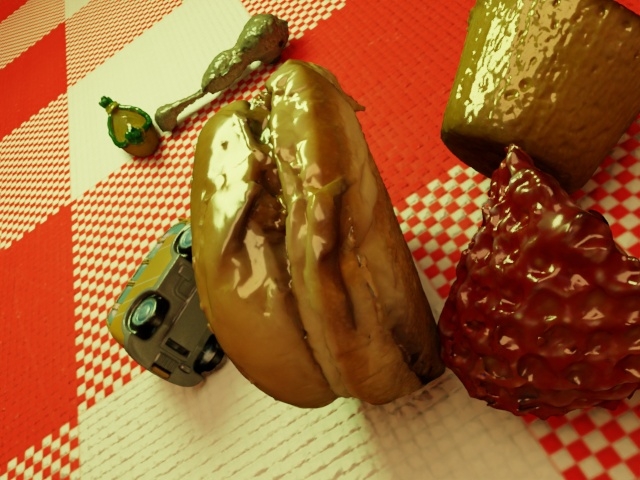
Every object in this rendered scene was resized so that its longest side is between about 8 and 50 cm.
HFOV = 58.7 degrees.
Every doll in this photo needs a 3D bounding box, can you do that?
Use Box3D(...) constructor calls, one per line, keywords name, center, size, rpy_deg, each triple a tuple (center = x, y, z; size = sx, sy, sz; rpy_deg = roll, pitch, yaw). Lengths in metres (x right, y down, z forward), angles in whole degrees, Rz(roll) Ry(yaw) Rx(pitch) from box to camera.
Box3D(name="doll", center=(-0.181, -0.306, 1.043), size=(0.286, 0.091, 0.203), rpy_deg=(-41, 10, -16))

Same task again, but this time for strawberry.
Box3D(name="strawberry", center=(0.176, 0.048, 0.465), size=(0.178, 0.234, 0.233), rpy_deg=(-43, 43, 17))

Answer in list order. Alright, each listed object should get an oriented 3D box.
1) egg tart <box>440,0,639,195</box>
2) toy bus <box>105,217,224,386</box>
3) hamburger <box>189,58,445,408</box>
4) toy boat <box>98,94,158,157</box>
Box3D(name="egg tart", center=(0.227, -0.149, 0.589), size=(0.215, 0.215, 0.170), rpy_deg=(26, 88, 43))
Box3D(name="toy bus", center=(-0.175, 0.066, 0.728), size=(0.136, 0.126, 0.209), rpy_deg=(8, 61, 47))
Box3D(name="hamburger", center=(0.002, 0.007, 0.540), size=(0.174, 0.284, 0.304), rpy_deg=(-20, 52, 17))
Box3D(name="toy boat", center=(-0.367, -0.218, 1.093), size=(0.089, 0.088, 0.229), rpy_deg=(-44, 44, -5))
